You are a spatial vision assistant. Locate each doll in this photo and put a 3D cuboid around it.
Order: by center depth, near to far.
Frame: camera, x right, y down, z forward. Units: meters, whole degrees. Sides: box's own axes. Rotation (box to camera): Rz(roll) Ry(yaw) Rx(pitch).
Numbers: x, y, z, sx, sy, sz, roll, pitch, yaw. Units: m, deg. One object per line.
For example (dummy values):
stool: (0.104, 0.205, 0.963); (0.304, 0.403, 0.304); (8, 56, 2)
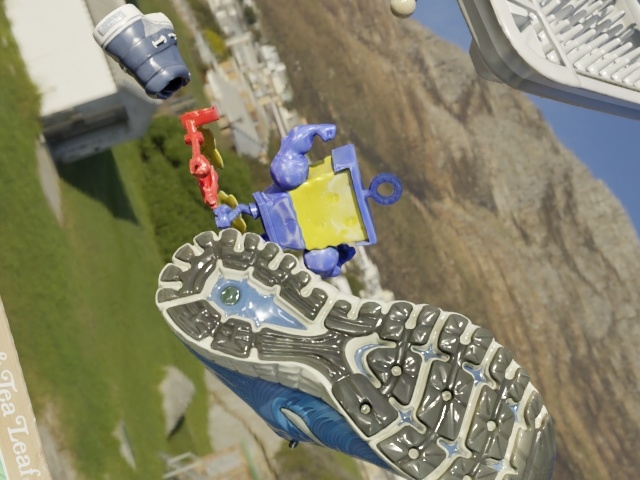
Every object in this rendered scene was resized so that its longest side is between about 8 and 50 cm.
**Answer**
doll: (0.140, -0.404, 1.392); (0.129, 0.046, 0.189); (67, 43, -68)

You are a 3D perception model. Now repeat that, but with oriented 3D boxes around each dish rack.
dish rack: (0.227, -0.246, 0.978); (0.072, 0.333, 0.285); (-37, -118, 40)

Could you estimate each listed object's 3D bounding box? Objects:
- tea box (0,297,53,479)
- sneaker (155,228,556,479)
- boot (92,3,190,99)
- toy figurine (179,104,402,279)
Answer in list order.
tea box: (-0.438, 0.105, 0.788); (0.220, 0.323, 0.329); (-5, -78, 55)
sneaker: (0.029, 0.109, 0.762); (0.330, 0.130, 0.147); (29, -22, 14)
boot: (-0.168, -0.181, 0.977); (0.086, 0.069, 0.190); (51, 9, -4)
toy figurine: (0.000, 0.000, 1.099); (0.191, 0.217, 0.362); (-110, -178, -66)
